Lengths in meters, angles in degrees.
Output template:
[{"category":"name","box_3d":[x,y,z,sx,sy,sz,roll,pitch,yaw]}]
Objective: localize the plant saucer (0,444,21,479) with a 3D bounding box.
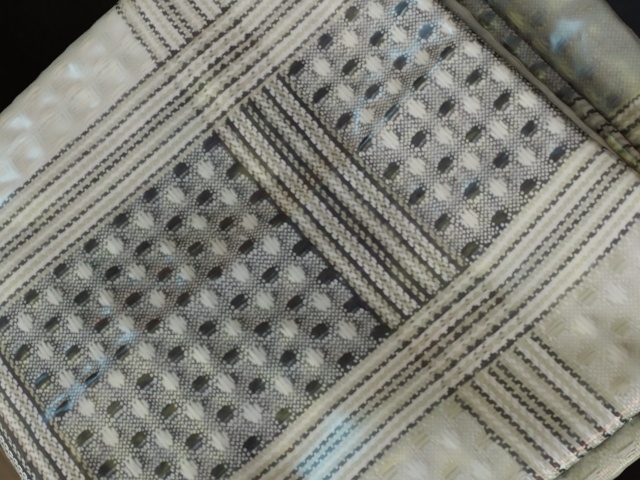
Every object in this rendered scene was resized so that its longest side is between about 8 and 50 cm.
[{"category":"plant saucer","box_3d":[-0.185,0.134,0.896,0.100,0.400,0.400,-39,88,15]}]

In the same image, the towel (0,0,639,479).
[{"category":"towel","box_3d":[-0.004,-0.002,0.555,0.324,0.056,0.312,-40,62,1]}]
